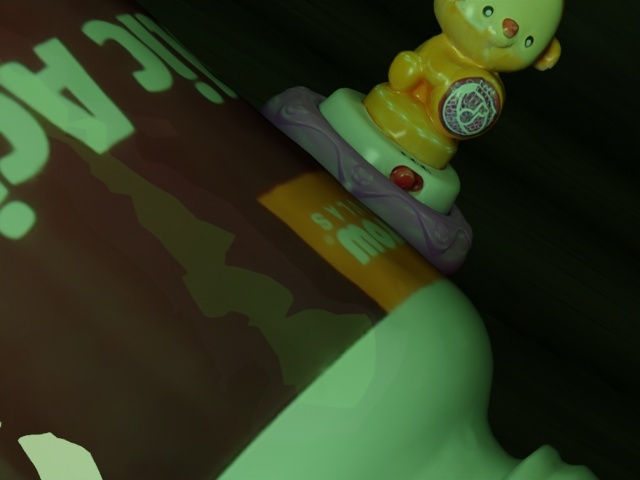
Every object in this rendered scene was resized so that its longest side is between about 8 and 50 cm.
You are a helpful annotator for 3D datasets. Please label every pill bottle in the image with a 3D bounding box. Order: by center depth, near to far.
[{"bbox_3d":[-0.090,0.044,0.620,0.392,0.224,0.224,41,14,10],"label":"pill bottle"}]

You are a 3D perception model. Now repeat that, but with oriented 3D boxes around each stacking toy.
[{"bbox_3d":[0.000,0.000,0.826,0.175,0.302,0.166,35,14,-20],"label":"stacking toy"}]
